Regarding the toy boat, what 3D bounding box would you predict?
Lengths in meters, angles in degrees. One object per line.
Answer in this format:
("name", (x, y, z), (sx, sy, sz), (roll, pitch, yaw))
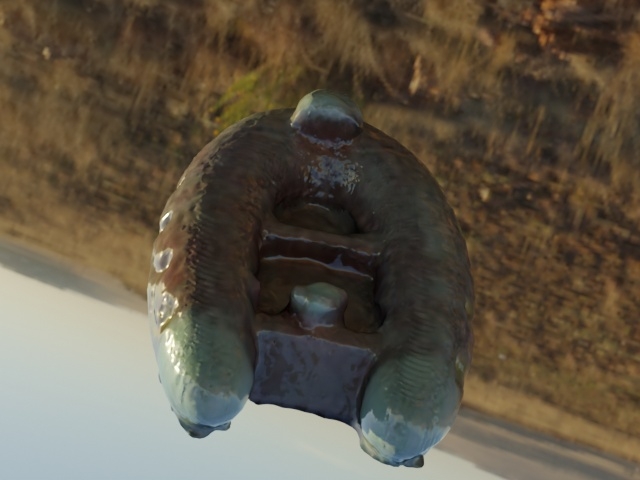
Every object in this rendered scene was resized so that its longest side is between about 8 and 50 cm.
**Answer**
("toy boat", (0.000, 0.000, 0.493), (0.155, 0.085, 0.227), (9, -146, -4))
